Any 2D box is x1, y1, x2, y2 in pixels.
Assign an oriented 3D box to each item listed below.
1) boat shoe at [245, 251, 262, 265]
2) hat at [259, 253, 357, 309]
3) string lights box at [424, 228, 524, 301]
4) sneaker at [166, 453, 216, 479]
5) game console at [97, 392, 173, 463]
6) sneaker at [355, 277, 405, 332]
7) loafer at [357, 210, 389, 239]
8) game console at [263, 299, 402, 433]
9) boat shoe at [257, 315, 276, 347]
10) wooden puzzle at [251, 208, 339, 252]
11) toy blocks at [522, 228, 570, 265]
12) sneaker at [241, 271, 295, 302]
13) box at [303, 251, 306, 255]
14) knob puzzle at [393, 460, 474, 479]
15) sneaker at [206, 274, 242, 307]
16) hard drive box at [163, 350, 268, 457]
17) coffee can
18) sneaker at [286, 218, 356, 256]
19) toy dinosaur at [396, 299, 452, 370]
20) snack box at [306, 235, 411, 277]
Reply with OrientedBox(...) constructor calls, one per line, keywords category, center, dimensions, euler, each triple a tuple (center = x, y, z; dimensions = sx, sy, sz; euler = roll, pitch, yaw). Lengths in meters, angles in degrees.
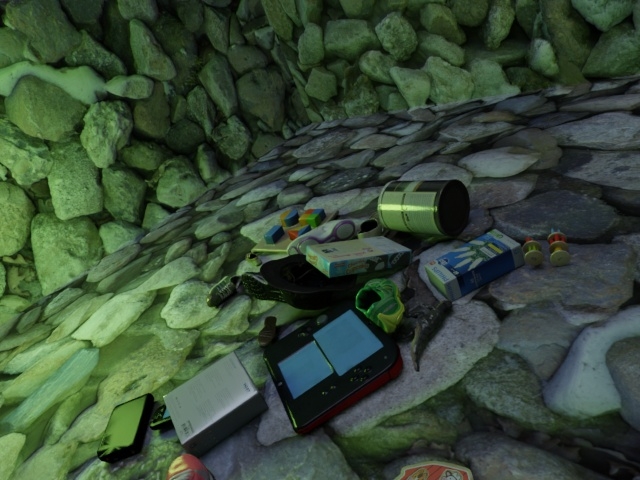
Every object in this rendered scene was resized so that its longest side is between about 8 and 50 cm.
OrientedBox(category="boat shoe", center=(-0.306, 0.076, 2.159), dimensions=(0.050, 0.045, 0.135), euler=(-35, 27, -22))
OrientedBox(category="hat", center=(-0.044, 0.160, 1.632), dimensions=(0.330, 0.134, 0.331), euler=(4, 19, -1))
OrientedBox(category="string lights box", center=(0.467, 0.074, 1.458), dimensions=(0.259, 0.077, 0.133), euler=(-26, 27, -5))
OrientedBox(category="sneaker", center=(-0.307, 0.580, 1.076), dimensions=(0.115, 0.136, 0.314), euler=(-27, 25, -9))
OrientedBox(category="game console", center=(-0.489, 0.526, 1.448), dimensions=(0.360, 0.044, 0.213), euler=(-22, 25, 2))
OrientedBox(category="sneaker", center=(0.168, 0.167, 1.424), dimensions=(0.110, 0.123, 0.295), euler=(-58, 9, 8))
OrientedBox(category="loafer", center=(0.214, -0.053, 1.904), dimensions=(0.101, 0.092, 0.269), euler=(-11, 28, 25))
OrientedBox(category="game console", center=(0.021, 0.333, 1.364), dimensions=(0.341, 0.060, 0.386), euler=(-28, 25, -9))
OrientedBox(category="boat shoe", center=(-0.172, 0.311, 1.585), dimensions=(0.056, 0.049, 0.152), euler=(2, 26, 9))
OrientedBox(category="wooden puzzle", center=(-0.126, -0.057, 2.221), dimensions=(0.347, 0.081, 0.322), euler=(-4, 32, 36))
OrientedBox(category="toy blocks", center=(0.666, 0.012, 1.418), dimensions=(0.123, 0.054, 0.148), euler=(0, 33, 20))
OrientedBox(category="sneaker", center=(-0.177, 0.162, 1.839), dimensions=(0.283, 0.107, 0.124), euler=(10, 33, 38))
OrientedBox(category="box", center=(-0.033, 0.101, 1.824), dimensions=(0.101, 0.087, 0.101), euler=(-35, 28, -20))
OrientedBox(category="knob puzzle", center=(0.212, 0.496, 0.915), dimensions=(0.212, 0.030, 0.213), euler=(-19, 25, 10))
OrientedBox(category="sneaker", center=(-0.390, 0.199, 1.967), dimensions=(0.086, 0.064, 0.192), euler=(-15, 23, 29))
OrientedBox(category="hard drive box", center=(-0.291, 0.448, 1.322), dimensions=(0.232, 0.089, 0.181), euler=(-31, 43, -15))
OrientedBox(category="coffee can", center=(0.380, -0.124, 1.772), dimensions=(0.275, 0.202, 0.201), euler=(7, 39, 48))
OrientedBox(category="sneaker", center=(0.000, 0.000, 2.002), dimensions=(0.304, 0.114, 0.152), euler=(-23, 12, -9))
OrientedBox(category="toy dinosaur", center=(0.274, 0.238, 1.331), dimensions=(0.118, 0.064, 0.268), euler=(8, 42, 38))
OrientedBox(category="snack box", center=(0.132, 0.052, 1.666), dimensions=(0.321, 0.060, 0.187), euler=(-7, 19, -25))
